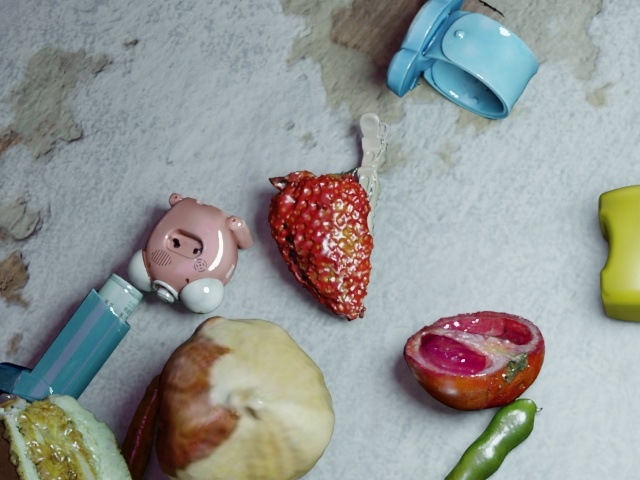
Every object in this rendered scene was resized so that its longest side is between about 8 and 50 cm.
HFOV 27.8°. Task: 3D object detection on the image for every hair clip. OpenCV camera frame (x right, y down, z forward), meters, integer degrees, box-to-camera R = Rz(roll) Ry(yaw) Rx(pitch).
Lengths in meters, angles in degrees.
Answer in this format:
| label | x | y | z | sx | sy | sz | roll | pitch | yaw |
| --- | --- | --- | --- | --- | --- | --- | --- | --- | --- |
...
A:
| label | x | y | z | sx | sy | sz | roll | pitch | yaw |
| --- | --- | --- | --- | --- | --- | --- | --- | --- | --- |
| hair clip | 0.070 | -0.087 | 1.953 | 0.034 | 0.072 | 0.226 | 2 | 71 | 21 |

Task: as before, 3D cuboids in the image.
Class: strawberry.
| label | x | y | z | sx | sy | sz | roll | pitch | yaw |
| --- | --- | --- | --- | --- | --- | --- | --- | --- | --- |
| strawberry | -0.011 | 0.009 | 1.908 | 0.174 | 0.098 | 0.228 | -11 | 78 | 37 |

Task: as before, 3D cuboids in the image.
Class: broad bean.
| label | x | y | z | sx | sy | sz | roll | pitch | yaw |
| --- | --- | --- | --- | --- | --- | --- | --- | --- | --- |
| broad bean | 0.207 | 0.312 | 1.768 | 0.256 | 0.053 | 0.052 | -46 | 108 | -1 |

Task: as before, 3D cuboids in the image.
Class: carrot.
| label | x | y | z | sx | sy | sz | roll | pitch | yaw |
| --- | --- | --- | --- | --- | --- | --- | --- | --- | --- |
| carrot | -0.272 | 0.296 | 1.921 | 0.057 | 0.057 | 0.224 | 10 | 69 | 20 |

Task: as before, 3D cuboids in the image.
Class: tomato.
| label | x | y | z | sx | sy | sz | roll | pitch | yaw |
| --- | --- | --- | --- | --- | --- | --- | --- | --- | --- |
| tomato | 0.212 | 0.177 | 1.793 | 0.189 | 0.099 | 0.173 | -21 | 28 | -34 |

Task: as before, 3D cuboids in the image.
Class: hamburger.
| label | x | y | z | sx | sy | sz | roll | pitch | yaw |
| --- | --- | --- | --- | --- | --- | --- | --- | --- | --- |
| hamburger | -0.419 | 0.386 | 1.820 | 0.277 | 0.195 | 0.318 | -45 | 50 | 22 |

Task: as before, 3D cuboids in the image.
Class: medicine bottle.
| label | x | y | z | sx | sy | sz | roll | pitch | yaw |
| --- | --- | --- | --- | --- | --- | --- | --- | --- | --- |
| medicine bottle | -0.384 | 0.161 | 1.990 | 0.124 | 0.079 | 0.258 | 35 | 82 | 24 |

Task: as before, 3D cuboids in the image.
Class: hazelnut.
| label | x | y | z | sx | sy | sz | roll | pitch | yaw |
| --- | --- | --- | --- | --- | --- | --- | --- | --- | --- |
| hazelnut | -0.107 | 0.233 | 1.791 | 0.261 | 0.241 | 0.261 | 4 | 65 | -10 |

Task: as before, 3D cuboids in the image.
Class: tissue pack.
| label | x | y | z | sx | sy | sz | roll | pitch | yaw |
| --- | --- | --- | --- | --- | --- | --- | --- | --- | --- |
| tissue pack | 0.446 | 0.017 | 1.766 | 0.127 | 0.123 | 0.178 | -5 | 67 | 19 |

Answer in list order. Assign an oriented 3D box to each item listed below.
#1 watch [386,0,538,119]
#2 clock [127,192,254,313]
| label | x | y | z | sx | sy | sz | roll | pitch | yaw |
| --- | --- | --- | --- | --- | --- | --- | --- | --- | --- |
| watch | 0.220 | -0.267 | 1.930 | 0.193 | 0.211 | 0.211 | 32 | 81 | 11 |
| clock | -0.203 | 0.022 | 1.974 | 0.165 | 0.093 | 0.162 | 21 | 71 | 22 |
